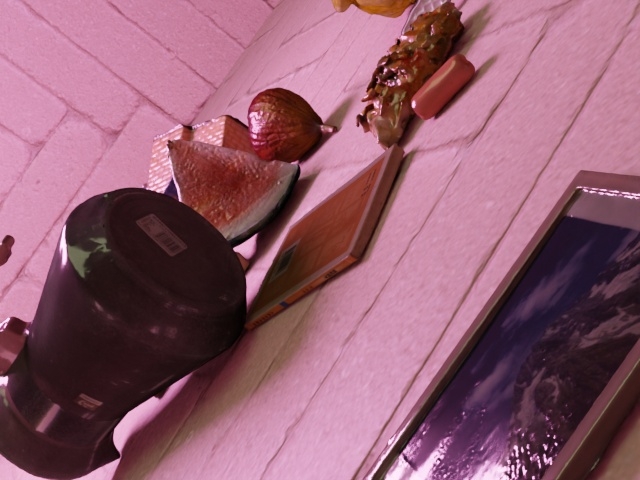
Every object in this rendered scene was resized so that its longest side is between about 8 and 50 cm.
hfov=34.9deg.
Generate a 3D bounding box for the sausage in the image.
[{"bbox_3d":[0.136,-0.171,1.131,0.083,0.034,0.034,-44,18,27],"label":"sausage"}]

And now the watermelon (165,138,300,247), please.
[{"bbox_3d":[-0.144,-0.057,1.493,0.207,0.202,0.136,-46,-30,-29],"label":"watermelon"}]

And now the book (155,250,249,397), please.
[{"bbox_3d":[-0.191,0.115,1.487,0.231,0.026,0.161,-55,15,-8],"label":"book"}]

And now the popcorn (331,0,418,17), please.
[{"bbox_3d":[0.105,-0.470,1.559,0.215,0.252,0.286,6,55,24],"label":"popcorn"}]

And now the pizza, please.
[{"bbox_3d":[0.093,-0.200,1.260,0.226,0.069,0.147,-59,18,-19],"label":"pizza"}]

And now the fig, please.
[{"bbox_3d":[-0.050,-0.163,1.555,0.119,0.119,0.153,-51,40,8],"label":"fig"}]

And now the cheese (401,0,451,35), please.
[{"bbox_3d":[0.178,-0.368,1.352,0.235,0.127,0.049,-65,-16,11],"label":"cheese"}]

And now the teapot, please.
[{"bbox_3d":[-0.290,0.112,1.281,0.344,0.300,0.253,-50,15,24],"label":"teapot"}]

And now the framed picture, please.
[{"bbox_3d":[0.133,0.077,0.622,0.281,0.019,0.209,-55,15,-4],"label":"framed picture"}]

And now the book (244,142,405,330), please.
[{"bbox_3d":[0.001,0.000,1.186,0.241,0.018,0.170,-35,25,50],"label":"book"}]

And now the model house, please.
[{"bbox_3d":[-0.192,-0.098,1.753,0.182,0.166,0.172,-21,48,37],"label":"model house"}]
